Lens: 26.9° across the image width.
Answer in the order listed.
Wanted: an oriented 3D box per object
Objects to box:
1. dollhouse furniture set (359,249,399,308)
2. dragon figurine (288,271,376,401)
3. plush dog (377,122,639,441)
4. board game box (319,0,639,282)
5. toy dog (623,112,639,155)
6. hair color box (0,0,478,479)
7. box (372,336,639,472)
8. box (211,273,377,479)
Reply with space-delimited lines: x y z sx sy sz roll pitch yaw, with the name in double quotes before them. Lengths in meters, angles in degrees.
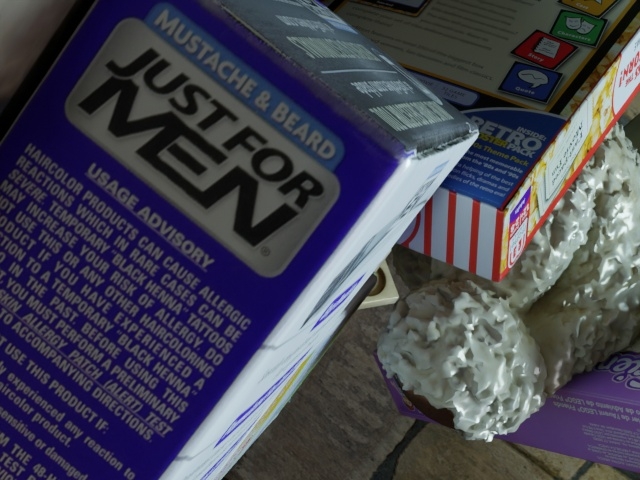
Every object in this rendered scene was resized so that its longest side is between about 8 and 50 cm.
"dollhouse furniture set" 0.080 -0.034 1.194 0.151 0.144 0.123 -9 154 -24
"dragon figurine" 0.000 0.000 0.995 0.289 0.085 0.144 -58 172 18
"plush dog" 0.113 -0.048 0.770 0.210 0.225 0.262 -21 -160 13
"board game box" 0.063 -0.079 0.625 0.193 0.146 0.045 -48 149 -36
"toy dog" 0.346 -0.223 0.841 0.395 0.284 0.408 -37 133 -22
"hair color box" -0.092 0.066 0.481 0.339 0.110 0.185 -51 175 13
"box" 0.198 0.054 0.838 0.201 0.057 0.293 -36 -158 -29
"box" -0.058 0.051 0.707 0.114 0.103 0.203 -54 175 14
